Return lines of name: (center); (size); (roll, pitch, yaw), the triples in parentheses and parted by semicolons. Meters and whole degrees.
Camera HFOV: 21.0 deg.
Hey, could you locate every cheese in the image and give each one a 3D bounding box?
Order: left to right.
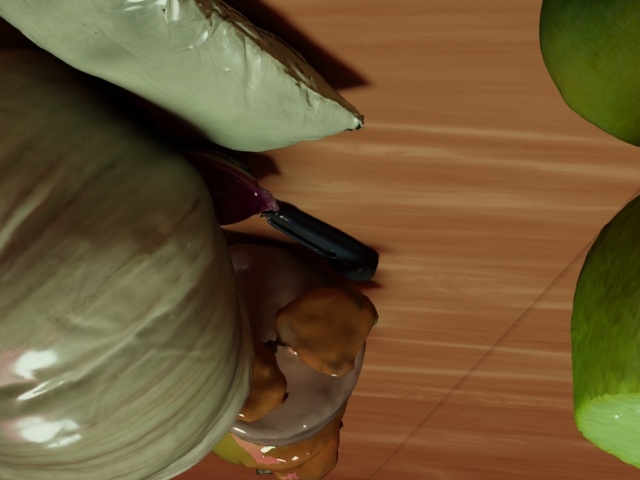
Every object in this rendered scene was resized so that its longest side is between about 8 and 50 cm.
cheese: (-0.098, -0.042, 1.194); (0.145, 0.038, 0.095); (13, 160, 17)

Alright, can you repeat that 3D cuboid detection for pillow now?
pillow: (-0.085, -0.107, 0.991); (0.128, 0.051, 0.229); (-1, 158, 41)

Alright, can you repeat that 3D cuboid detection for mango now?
mango: (0.175, -0.094, 0.780); (0.122, 0.085, 0.191); (57, 154, -16)

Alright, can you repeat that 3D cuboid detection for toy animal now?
toy animal: (-0.047, 0.104, 1.386); (0.195, 0.169, 0.281); (-29, 158, -10)

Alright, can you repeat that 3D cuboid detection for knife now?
knife: (0.000, 0.000, 1.277); (0.031, 0.018, 0.121); (-10, 148, 44)

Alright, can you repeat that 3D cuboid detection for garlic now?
garlic: (-0.187, 0.036, 1.094); (0.317, 0.259, 0.317); (39, 151, 26)

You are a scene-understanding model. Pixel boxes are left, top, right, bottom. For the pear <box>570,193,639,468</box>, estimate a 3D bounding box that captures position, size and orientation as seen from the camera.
pear: (0.237, 0.049, 0.788); (0.292, 0.159, 0.292); (20, 166, 5)
